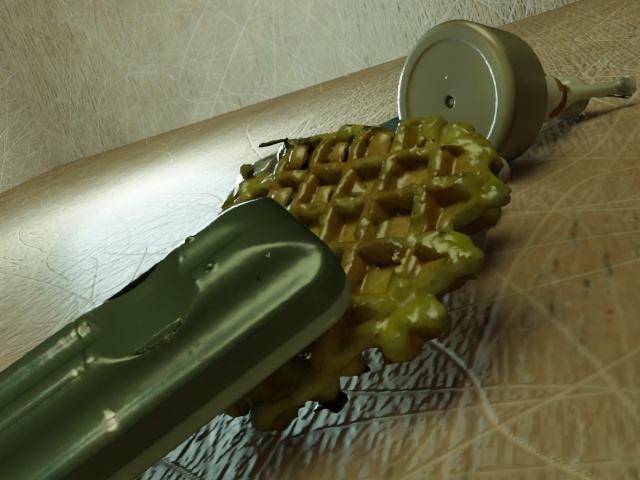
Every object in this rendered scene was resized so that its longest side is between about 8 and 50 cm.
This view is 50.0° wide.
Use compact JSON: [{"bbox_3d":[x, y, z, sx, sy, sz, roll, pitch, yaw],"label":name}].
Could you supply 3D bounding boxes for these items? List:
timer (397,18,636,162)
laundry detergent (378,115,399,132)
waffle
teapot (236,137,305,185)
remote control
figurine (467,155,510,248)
[{"bbox_3d":[0.248,-0.174,0.832,0.266,0.175,0.175,-11,10,-34],"label":"timer"},{"bbox_3d":[0.126,-0.152,0.991,0.206,0.061,0.096,-29,17,-28],"label":"laundry detergent"},{"bbox_3d":[0.002,0.002,0.493,0.262,0.060,0.280,-37,34,9],"label":"waffle"},{"bbox_3d":[-0.037,-0.084,0.907,0.145,0.092,0.226,-12,17,14],"label":"teapot"},{"bbox_3d":[-0.141,0.092,0.389,0.335,0.066,0.128,-37,30,-9],"label":"remote control"},{"bbox_3d":[0.100,-0.038,0.604,0.137,0.112,0.229,-20,6,17],"label":"figurine"}]
